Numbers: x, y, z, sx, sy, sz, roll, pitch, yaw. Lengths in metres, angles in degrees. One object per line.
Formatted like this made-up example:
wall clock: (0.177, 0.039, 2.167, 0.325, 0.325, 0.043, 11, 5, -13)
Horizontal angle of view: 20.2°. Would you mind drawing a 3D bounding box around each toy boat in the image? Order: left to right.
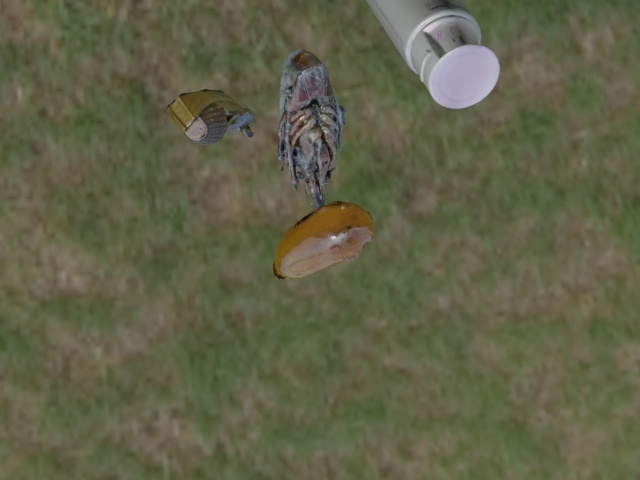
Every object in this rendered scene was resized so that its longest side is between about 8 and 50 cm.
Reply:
toy boat: (-0.100, -0.112, 1.696, 0.047, 0.049, 0.149, -45, 170, 15)

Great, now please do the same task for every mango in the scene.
mango: (0.000, 0.000, 1.985, 0.127, 0.077, 0.063, -29, 114, 17)

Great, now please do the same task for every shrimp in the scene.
shrimp: (-0.008, -0.124, 2.219, 0.090, 0.079, 0.232, -18, 111, -26)

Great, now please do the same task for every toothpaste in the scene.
toothpaste: (0.065, -0.223, 1.518, 0.100, 0.323, 0.066, -2, 127, -21)
